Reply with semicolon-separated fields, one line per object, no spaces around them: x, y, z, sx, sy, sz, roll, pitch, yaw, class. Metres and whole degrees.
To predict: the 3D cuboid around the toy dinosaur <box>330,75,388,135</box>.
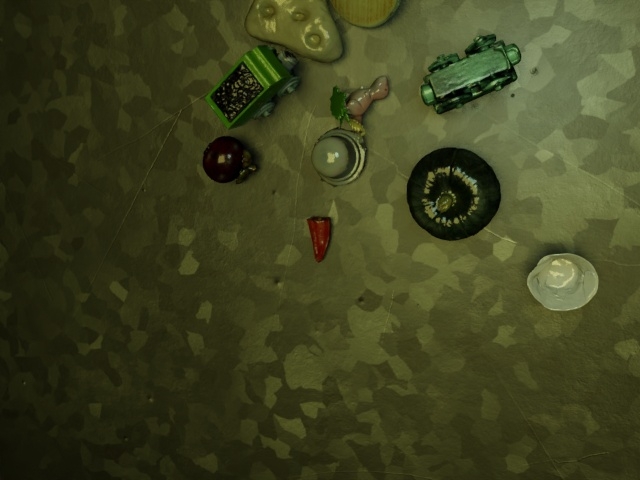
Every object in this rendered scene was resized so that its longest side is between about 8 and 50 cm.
0.129;-0.463;1.840;0.177;0.152;0.194;0;113;-21;toy dinosaur

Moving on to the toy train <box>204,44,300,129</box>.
-0.221;-0.520;1.844;0.307;0.249;0.173;-37;91;29;toy train

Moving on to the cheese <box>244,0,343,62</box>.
-0.052;-0.785;1.805;0.350;0.129;0.329;24;108;12;cheese

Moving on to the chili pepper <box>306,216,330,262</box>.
-0.004;0.000;1.994;0.088;0.065;0.169;4;106;18;chili pepper

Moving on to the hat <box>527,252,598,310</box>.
0.760;0.117;1.738;0.203;0.126;0.203;3;102;17;hat

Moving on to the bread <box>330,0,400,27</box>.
0.139;-0.808;1.739;0.266;0.040;0.267;19;133;22;bread

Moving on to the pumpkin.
0.416;-0.148;1.750;0.300;0.207;0.300;6;104;26;pumpkin

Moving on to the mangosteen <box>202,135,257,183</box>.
-0.327;-0.284;1.988;0.199;0.200;0.200;4;102;17;mangosteen

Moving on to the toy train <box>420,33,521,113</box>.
0.447;-0.497;1.650;0.299;0.238;0.167;-21;94;18;toy train

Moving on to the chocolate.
0.050;-0.286;1.871;0.221;0.147;0.221;2;99;15;chocolate
